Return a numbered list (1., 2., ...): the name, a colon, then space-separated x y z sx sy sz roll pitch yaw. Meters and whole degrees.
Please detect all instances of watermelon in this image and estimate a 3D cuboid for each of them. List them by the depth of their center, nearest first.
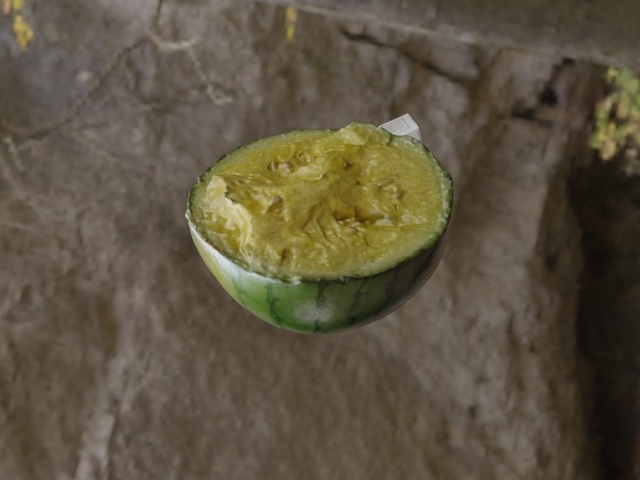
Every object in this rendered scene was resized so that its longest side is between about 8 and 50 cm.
1. watermelon: 0.000 0.000 0.549 0.105 0.105 0.062 -68 -17 -49

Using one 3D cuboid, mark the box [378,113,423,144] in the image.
1. box: 0.033 -0.055 1.361 0.040 0.154 0.084 -119 7 -53
